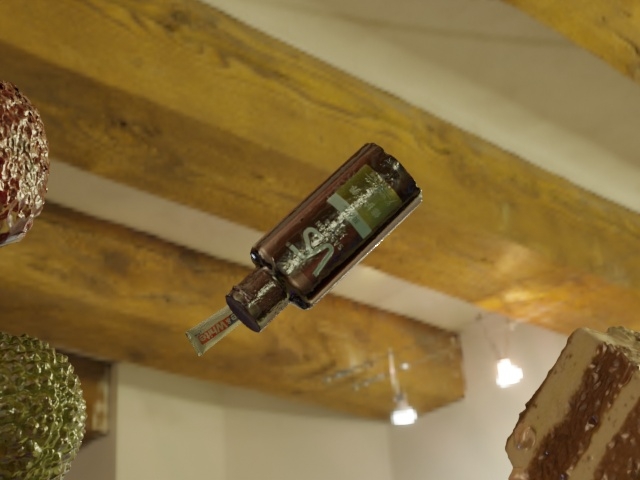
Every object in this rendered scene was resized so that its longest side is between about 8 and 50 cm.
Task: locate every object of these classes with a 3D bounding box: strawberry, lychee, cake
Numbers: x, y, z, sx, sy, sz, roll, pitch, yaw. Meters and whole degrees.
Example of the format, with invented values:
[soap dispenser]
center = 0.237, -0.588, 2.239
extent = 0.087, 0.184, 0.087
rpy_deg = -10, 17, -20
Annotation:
[strawberry]
center = -0.508, -0.094, 1.706
extent = 0.220, 0.274, 0.274
rpy_deg = 43, -39, -3
[lychee]
center = -0.475, 0.273, 1.646
extent = 0.270, 0.270, 0.320
rpy_deg = 9, -52, -24
[cake]
center = 0.437, 0.280, 1.557
extent = 0.256, 0.290, 0.282
rpy_deg = 18, -70, -27

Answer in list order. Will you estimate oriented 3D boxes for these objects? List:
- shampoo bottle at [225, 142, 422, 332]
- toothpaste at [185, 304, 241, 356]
[shampoo bottle]
center = 0.000, 0.000, 1.682
extent = 0.323, 0.129, 0.084
rpy_deg = -42, -1, -19
[toothpaste]
center = -0.129, 0.113, 1.936
extent = 0.033, 0.218, 0.052
rpy_deg = 18, -41, 60
